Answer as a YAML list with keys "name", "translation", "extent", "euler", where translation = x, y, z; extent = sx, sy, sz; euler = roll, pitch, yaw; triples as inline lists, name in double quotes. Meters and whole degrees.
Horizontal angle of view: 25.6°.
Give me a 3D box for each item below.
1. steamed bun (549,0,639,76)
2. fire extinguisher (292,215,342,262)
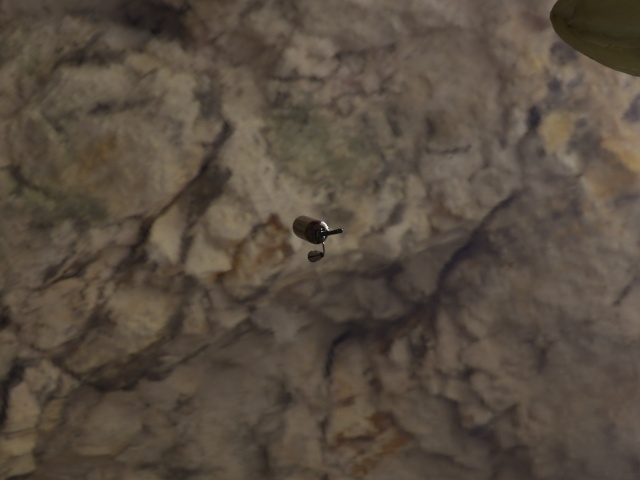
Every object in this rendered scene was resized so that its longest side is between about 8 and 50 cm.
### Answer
- name: "steamed bun"
  translation: [0.398, -0.248, 1.010]
  extent: [0.189, 0.247, 0.428]
  euler: [36, -84, -34]
- name: "fire extinguisher"
  translation: [-0.006, 0.001, 1.415]
  extent: [0.032, 0.100, 0.046]
  euler: [9, -86, -14]
